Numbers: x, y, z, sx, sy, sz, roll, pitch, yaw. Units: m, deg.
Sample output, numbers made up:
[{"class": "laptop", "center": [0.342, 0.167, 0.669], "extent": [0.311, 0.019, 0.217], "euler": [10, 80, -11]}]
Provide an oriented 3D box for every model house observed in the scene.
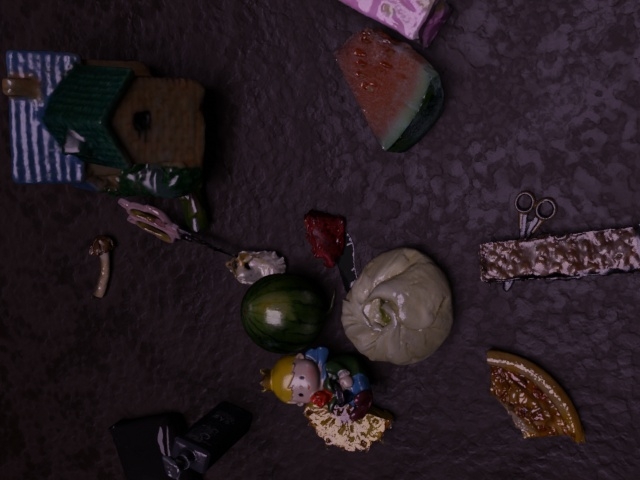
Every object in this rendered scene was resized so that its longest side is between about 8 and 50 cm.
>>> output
[{"class": "model house", "center": [-0.496, -0.246, 1.657], "extent": [0.382, 0.343, 0.334], "euler": [9, 102, 37]}]

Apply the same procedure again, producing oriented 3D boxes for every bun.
[{"class": "bun", "center": [0.166, 0.154, 1.627], "extent": [0.259, 0.160, 0.259], "euler": [3, 101, 17]}]

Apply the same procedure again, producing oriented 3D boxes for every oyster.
[{"class": "oyster", "center": [-0.149, 0.071, 1.790], "extent": [0.146, 0.045, 0.121], "euler": [-32, 84, 15]}]

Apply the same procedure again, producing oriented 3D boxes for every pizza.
[{"class": "pizza", "center": [0.451, 0.338, 1.606], "extent": [0.134, 0.056, 0.271], "euler": [-38, 84, 14]}]

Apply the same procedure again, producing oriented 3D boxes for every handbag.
[{"class": "handbag", "center": [-0.438, 0.584, 1.972], "extent": [0.223, 0.080, 0.247], "euler": [-14, 94, 23]}]

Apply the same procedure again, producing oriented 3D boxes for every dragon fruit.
[{"class": "dragon fruit", "center": [-0.001, 0.000, 1.709], "extent": [0.097, 0.063, 0.131], "euler": [8, 102, 23]}]

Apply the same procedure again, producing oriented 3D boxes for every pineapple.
[{"class": "pineapple", "center": [0.048, 0.432, 1.763], "extent": [0.233, 0.079, 0.135], "euler": [21, 109, 16]}]

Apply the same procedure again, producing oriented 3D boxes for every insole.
[{"class": "insole", "center": [0.061, 0.051, 1.730], "extent": [0.053, 0.002, 0.152], "euler": [-13, 95, 22]}]

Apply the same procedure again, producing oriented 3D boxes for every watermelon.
[{"class": "watermelon", "center": [0.141, -0.336, 1.576], "extent": [0.256, 0.140, 0.193], "euler": [49, 117, 17]}, {"class": "watermelon", "center": [-0.074, 0.167, 1.712], "extent": [0.188, 0.215, 0.188], "euler": [-27, 58, 57]}]

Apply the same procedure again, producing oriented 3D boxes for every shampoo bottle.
[{"class": "shampoo bottle", "center": [-0.269, 0.474, 1.764], "extent": [0.098, 0.309, 0.071], "euler": [25, 108, 14]}]

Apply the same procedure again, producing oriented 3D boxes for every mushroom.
[{"class": "mushroom", "center": [-0.572, 0.075, 1.946], "extent": [0.060, 0.061, 0.187], "euler": [14, 108, 12]}]

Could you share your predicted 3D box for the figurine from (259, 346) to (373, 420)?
[{"class": "figurine", "center": [-0.013, 0.328, 1.674], "extent": [0.234, 0.185, 0.127], "euler": [3, 126, -20]}]

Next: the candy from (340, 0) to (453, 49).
[{"class": "candy", "center": [0.127, -0.502, 1.524], "extent": [0.265, 0.155, 0.115], "euler": [32, 104, 12]}]

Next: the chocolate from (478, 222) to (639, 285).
[{"class": "chocolate", "center": [0.490, 0.033, 1.525], "extent": [0.329, 0.065, 0.102], "euler": [-6, 86, 16]}]

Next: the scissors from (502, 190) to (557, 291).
[{"class": "scissors", "center": [0.423, 0.007, 1.578], "extent": [0.088, 0.017, 0.220], "euler": [20, 107, 14]}]

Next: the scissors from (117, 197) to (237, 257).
[{"class": "scissors", "center": [-0.341, -0.018, 1.807], "extent": [0.317, 0.160, 0.024], "euler": [22, 64, 13]}]

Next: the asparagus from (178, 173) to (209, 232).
[{"class": "asparagus", "center": [-0.317, -0.165, 1.797], "extent": [0.080, 0.080, 0.287], "euler": [-3, 102, 21]}]
